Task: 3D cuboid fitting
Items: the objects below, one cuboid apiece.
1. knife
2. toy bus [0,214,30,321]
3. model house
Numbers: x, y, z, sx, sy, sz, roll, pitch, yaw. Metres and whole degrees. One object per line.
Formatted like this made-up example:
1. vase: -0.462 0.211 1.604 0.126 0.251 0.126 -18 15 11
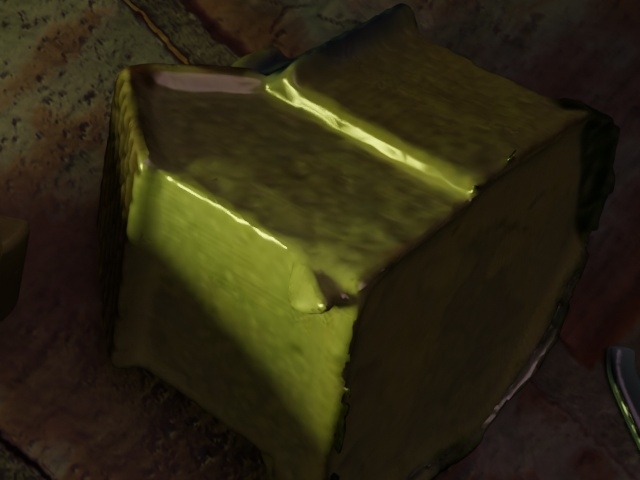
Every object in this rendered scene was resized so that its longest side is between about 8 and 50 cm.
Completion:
1. knife: 0.250 0.172 1.432 0.028 0.015 0.210 -13 75 -28
2. toy bus: -0.291 0.119 1.153 0.202 0.177 0.365 9 52 -8
3. model house: 0.000 0.000 1.327 0.266 0.261 0.321 31 43 24
